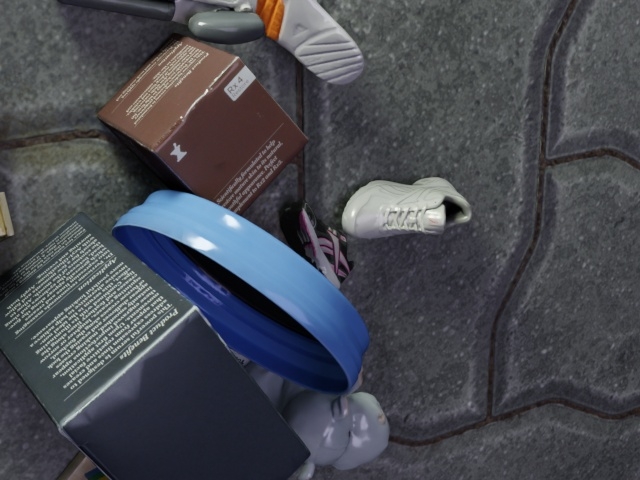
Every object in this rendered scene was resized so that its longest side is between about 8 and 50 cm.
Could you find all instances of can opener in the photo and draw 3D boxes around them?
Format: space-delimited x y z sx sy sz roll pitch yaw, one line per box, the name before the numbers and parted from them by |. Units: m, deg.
can opener | -0.206 -0.318 1.544 0.283 0.095 0.076 4 123 -29

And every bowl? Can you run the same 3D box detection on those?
bowl | -0.105 0.070 1.602 0.391 0.391 0.077 48 67 -35

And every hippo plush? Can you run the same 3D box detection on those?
hippo plush | -0.008 0.231 1.808 0.294 0.236 0.234 17 99 -36

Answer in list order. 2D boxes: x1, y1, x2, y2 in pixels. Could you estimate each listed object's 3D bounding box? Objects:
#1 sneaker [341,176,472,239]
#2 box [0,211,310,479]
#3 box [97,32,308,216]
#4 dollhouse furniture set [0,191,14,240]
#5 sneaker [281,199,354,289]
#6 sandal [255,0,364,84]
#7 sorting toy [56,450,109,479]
sneaker | 0.146 -0.047 1.875 0.232 0.115 0.090 -15 115 -27
box | -0.247 0.181 1.539 0.212 0.395 0.293 -41 125 -12
box | -0.162 -0.153 1.585 0.168 0.203 0.167 -48 126 -8
dollhouse furniture set | -0.509 -0.060 1.492 0.181 0.101 0.161 -13 90 -27
sneaker | 0.000 0.000 1.841 0.077 0.072 0.178 -44 134 -25
sandal | -0.042 -0.329 1.671 0.102 0.076 0.265 -35 117 21
sorting toy | -0.286 0.428 1.798 0.255 0.089 0.257 -52 126 -6
